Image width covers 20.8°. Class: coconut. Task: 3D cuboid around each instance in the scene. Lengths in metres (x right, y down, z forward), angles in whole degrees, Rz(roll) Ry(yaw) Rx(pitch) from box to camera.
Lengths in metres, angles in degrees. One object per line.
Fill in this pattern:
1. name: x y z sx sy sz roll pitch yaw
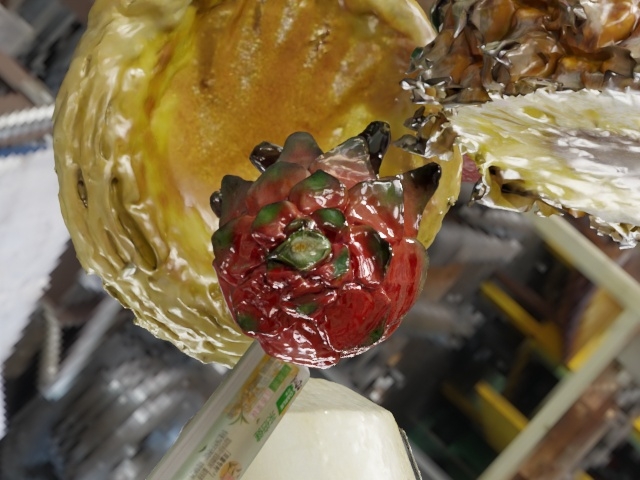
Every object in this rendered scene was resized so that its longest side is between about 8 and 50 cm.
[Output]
1. coconut: -0.023 0.309 1.805 0.323 0.323 0.323 -40 158 -19

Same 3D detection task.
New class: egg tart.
1. egg tart: -0.062 -0.081 1.490 0.387 0.169 0.388 -4 98 -29

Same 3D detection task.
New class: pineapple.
1. pineapple: 0.225 -0.163 1.129 0.352 0.352 0.300 65 31 -68

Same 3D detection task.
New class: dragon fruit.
1. dragon fruit: -0.003 0.004 1.008 0.121 0.130 0.142 -51 -170 47

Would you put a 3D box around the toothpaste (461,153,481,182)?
1. toothpaste: 0.149 -0.108 1.877 0.076 0.066 0.320 -58 -160 -10

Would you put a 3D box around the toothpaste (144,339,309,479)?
1. toothpaste: -0.089 0.174 1.285 0.314 0.058 0.056 -53 162 -20
